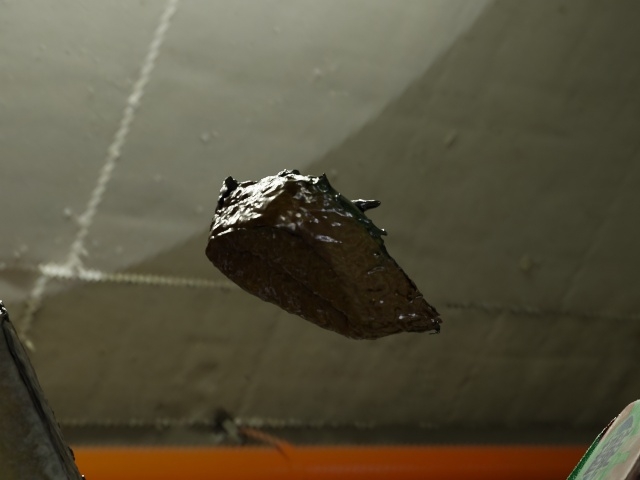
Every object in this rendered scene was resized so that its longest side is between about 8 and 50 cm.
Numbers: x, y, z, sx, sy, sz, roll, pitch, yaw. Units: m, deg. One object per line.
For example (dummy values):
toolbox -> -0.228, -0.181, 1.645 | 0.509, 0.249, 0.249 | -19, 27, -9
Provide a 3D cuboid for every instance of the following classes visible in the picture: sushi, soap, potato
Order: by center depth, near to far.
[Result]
potato -> -0.244, 0.192, 1.346 | 0.100, 0.261, 0.120 | -25, -8, -11
soap -> 0.321, 0.229, 1.626 | 0.218, 0.098, 0.273 | -50, -4, -8
sushi -> 0.000, 0.001, 1.766 | 0.140, 0.287, 0.149 | -37, -37, -53
